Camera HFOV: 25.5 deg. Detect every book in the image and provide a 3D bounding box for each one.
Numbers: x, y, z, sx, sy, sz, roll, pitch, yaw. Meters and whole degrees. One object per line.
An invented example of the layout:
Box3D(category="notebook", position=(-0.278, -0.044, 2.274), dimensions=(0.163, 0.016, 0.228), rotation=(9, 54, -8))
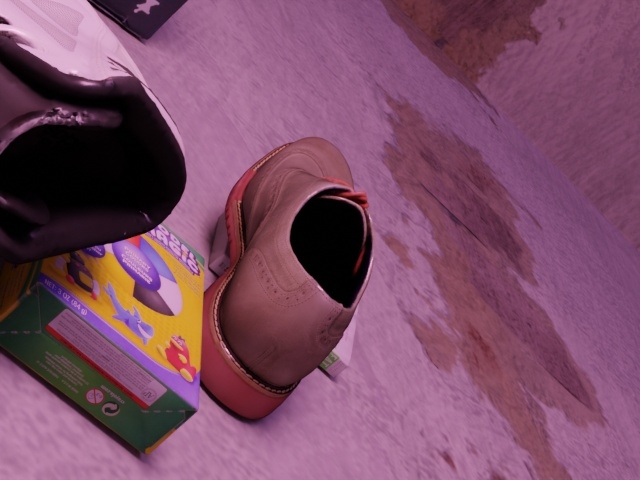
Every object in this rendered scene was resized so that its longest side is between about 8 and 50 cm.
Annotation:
Box3D(category="book", position=(-0.030, 0.040, 1.188), dimensions=(0.144, 0.035, 0.096), rotation=(43, 21, -17))

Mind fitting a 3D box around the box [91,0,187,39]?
Box3D(category="box", position=(-0.246, -0.444, 1.390), dimensions=(0.293, 0.212, 0.395), rotation=(33, 23, -44))

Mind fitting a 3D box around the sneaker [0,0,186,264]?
Box3D(category="sneaker", position=(-0.229, -0.142, 0.713), dimensions=(0.447, 0.169, 0.257), rotation=(34, 2, -39))

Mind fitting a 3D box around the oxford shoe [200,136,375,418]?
Box3D(category="oxford shoe", position=(0.000, 0.000, 1.104), dimensions=(0.123, 0.130, 0.348), rotation=(42, 27, -17))

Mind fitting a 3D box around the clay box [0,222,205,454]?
Box3D(category="clay box", position=(-0.136, 0.025, 0.912), dimensions=(0.127, 0.053, 0.222), rotation=(42, 19, -22))
